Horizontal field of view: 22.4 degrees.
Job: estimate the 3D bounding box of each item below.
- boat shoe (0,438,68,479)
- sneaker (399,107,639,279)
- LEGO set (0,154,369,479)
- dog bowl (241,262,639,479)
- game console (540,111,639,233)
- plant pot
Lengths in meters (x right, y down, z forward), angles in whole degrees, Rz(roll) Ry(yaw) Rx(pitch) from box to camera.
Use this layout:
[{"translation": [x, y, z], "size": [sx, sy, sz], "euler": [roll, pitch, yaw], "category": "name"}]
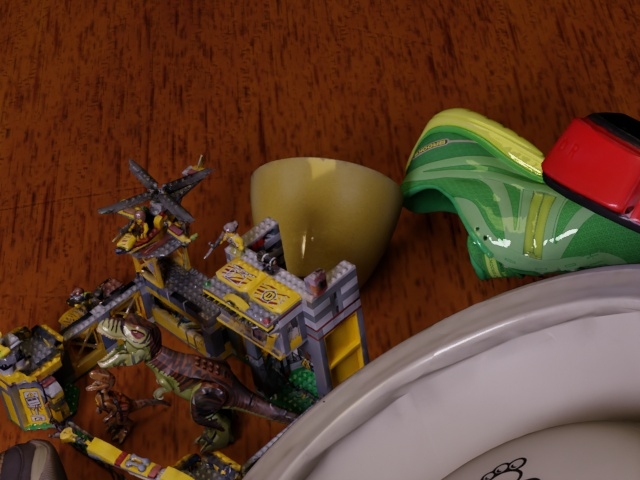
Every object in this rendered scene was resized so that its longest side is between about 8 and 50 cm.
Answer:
[{"translation": [-0.231, 0.279, 1.093], "size": [0.130, 0.132, 0.355], "euler": [-7, 40, 2], "category": "boat shoe"}, {"translation": [0.191, -0.004, 1.377], "size": [0.295, 0.109, 0.123], "euler": [31, 80, 33], "category": "sneaker"}, {"translation": [-0.117, 0.071, 1.259], "size": [0.255, 0.192, 0.331], "euler": [-31, 45, -23], "category": "LEGO set"}, {"translation": [0.121, 0.195, 1.007], "size": [0.408, 0.150, 0.408], "euler": [-29, 20, 12], "category": "dog bowl"}, {"translation": [0.329, 0.008, 1.138], "size": [0.342, 0.060, 0.386], "euler": [30, 11, 10], "category": "game console"}, {"translation": [0.000, 0.000, 1.384], "size": [0.134, 0.134, 0.095], "euler": [2, 68, 13], "category": "plant pot"}]
